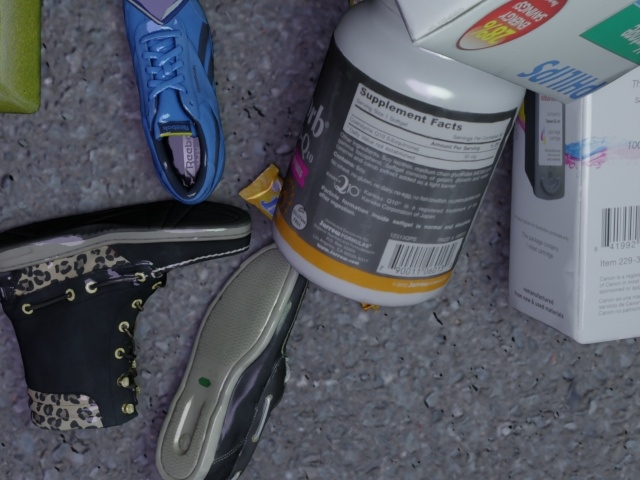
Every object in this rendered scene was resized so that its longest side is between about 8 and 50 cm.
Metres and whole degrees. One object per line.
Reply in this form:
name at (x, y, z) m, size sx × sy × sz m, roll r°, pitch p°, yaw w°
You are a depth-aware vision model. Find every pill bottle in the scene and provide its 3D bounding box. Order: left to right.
pill bottle at (0.072, -0.098, 1.496) m, size 0.162 × 0.162 × 0.278 m, roll 17°, pitch 118°, yaw -5°

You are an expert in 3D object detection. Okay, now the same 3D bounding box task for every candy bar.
candy bar at (0.000, 0.000, 1.623) m, size 0.161 × 0.018 × 0.040 m, roll 44°, pitch 99°, yaw -9°

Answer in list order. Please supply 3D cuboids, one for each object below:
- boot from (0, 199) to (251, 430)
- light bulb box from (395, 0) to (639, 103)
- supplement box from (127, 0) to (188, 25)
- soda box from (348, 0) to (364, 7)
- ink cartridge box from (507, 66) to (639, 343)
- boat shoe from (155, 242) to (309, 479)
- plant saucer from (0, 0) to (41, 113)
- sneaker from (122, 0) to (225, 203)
boot at (-0.163, 0.064, 1.603) m, size 0.236 × 0.085 × 0.178 m, roll -8°, pitch 106°, yaw 8°
light bulb box at (0.137, -0.311, 1.214) m, size 0.225 × 0.358 × 0.361 m, roll -28°, pitch 78°, yaw 19°
supplement box at (-0.123, -0.312, 1.370) m, size 0.195 × 0.356 × 0.194 m, roll 38°, pitch 100°, yaw -10°
soda box at (0.046, -0.286, 1.533) m, size 0.061 × 0.058 × 0.181 m, roll -5°, pitch 104°, yaw -1°
ink cartridge box at (0.279, -0.086, 1.518) m, size 0.226 × 0.131 × 0.306 m, roll -5°, pitch 103°, yaw -22°
boat shoe at (-0.066, 0.111, 1.631) m, size 0.079 × 0.084 × 0.233 m, roll 18°, pitch 98°, yaw -44°
plant saucer at (-0.331, -0.199, 1.555) m, size 0.188 × 0.045 × 0.188 m, roll 2°, pitch 103°, yaw -1°
sneaker at (-0.122, -0.133, 1.557) m, size 0.069 × 0.082 × 0.209 m, roll -10°, pitch 102°, yaw 4°
